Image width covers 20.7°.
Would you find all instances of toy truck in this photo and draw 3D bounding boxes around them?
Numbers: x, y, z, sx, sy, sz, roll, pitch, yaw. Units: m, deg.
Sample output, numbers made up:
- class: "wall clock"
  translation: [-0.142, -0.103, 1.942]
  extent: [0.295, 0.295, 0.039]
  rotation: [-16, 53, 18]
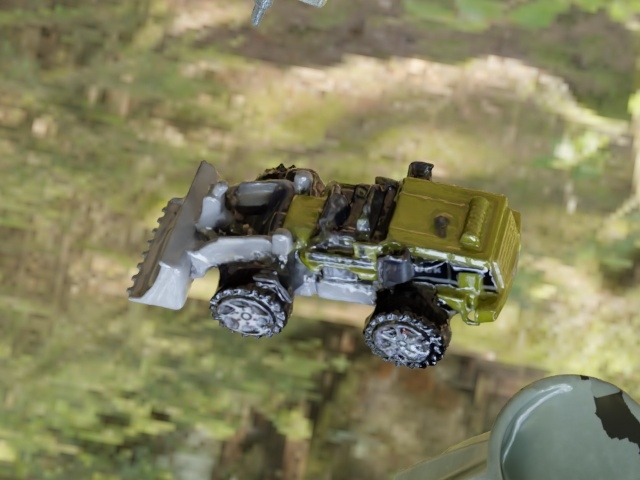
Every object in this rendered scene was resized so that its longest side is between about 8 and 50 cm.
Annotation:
- class: "toy truck"
  translation: [0.000, 0.000, 1.254]
  extent: [0.286, 0.136, 0.111]
  rotation: [6, 139, 15]

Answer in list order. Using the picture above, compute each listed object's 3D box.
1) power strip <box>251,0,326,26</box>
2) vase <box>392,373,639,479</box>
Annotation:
- class: "power strip"
  translation: [0.011, -0.198, 0.839]
  extent: [0.060, 0.253, 0.027]
  rotation: [30, -143, 1]
- class: "vase"
  translation: [0.133, 0.196, 1.236]
  extent: [0.165, 0.165, 0.360]
  rotation: [10, 160, -4]
